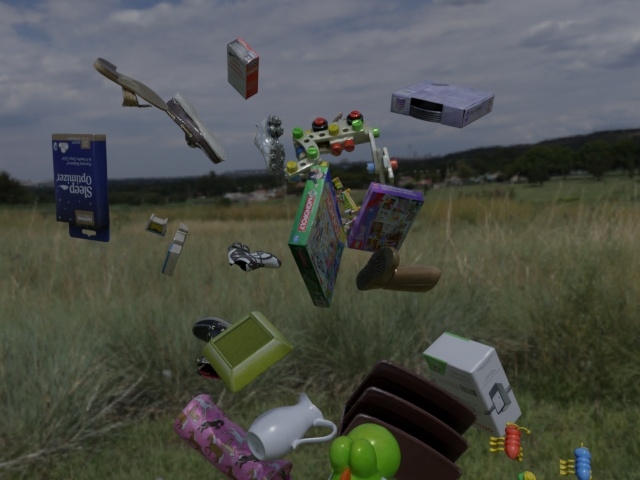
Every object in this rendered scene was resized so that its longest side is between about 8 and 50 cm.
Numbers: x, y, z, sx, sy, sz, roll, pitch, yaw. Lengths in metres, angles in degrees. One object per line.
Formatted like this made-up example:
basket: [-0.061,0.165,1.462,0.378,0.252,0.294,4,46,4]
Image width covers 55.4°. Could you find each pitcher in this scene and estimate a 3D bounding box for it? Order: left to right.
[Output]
pitcher: [-0.076,0.511,1.625,0.207,0.126,0.177,-20,29,-39]

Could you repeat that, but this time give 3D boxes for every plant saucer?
plant saucer: [-0.192,0.264,1.535,0.188,0.045,0.188,-35,40,-17]

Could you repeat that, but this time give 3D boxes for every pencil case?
pencil case: [-0.268,0.635,1.864,0.386,0.160,0.167,31,38,25]

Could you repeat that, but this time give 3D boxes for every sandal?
sandal: [-0.567,-0.431,1.781,0.240,0.079,0.088,33,23,-37]

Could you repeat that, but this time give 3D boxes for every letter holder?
letter holder: [0.226,0.470,1.537,0.301,0.215,0.152,31,25,-3]

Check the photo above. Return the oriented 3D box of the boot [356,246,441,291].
boot: [0.279,0.097,1.980,0.269,0.089,0.236,4,-28,-27]

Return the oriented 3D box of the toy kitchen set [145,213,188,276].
toy kitchen set: [-0.633,0.015,2.422,0.166,0.122,0.207,19,31,-11]

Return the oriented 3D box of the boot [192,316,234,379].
boot: [-0.324,0.317,1.805,0.236,0.085,0.178,7,33,29]

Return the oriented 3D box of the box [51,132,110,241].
box: [-0.502,-0.110,1.277,0.136,0.226,0.036,6,12,30]

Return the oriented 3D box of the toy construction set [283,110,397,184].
toy construction set: [0.054,-0.248,1.699,0.327,0.151,0.215,0,46,-10]

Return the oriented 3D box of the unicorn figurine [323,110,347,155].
unicorn figurine: [0.070,-0.384,2.227,0.060,0.162,0.111,27,-41,-36]

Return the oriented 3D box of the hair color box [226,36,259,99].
hair color box: [-0.233,-0.514,1.831,0.053,0.093,0.167,-38,-14,-20]

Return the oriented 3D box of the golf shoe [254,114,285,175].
golf shoe: [-0.151,-0.269,1.755,0.085,0.176,0.069,-7,-10,33]

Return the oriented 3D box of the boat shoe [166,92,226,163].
boat shoe: [-0.496,-0.427,2.408,0.096,0.324,0.116,-36,0,11]

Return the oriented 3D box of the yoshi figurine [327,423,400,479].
yoshi figurine: [0.100,0.498,1.144,0.203,0.363,0.203,-11,20,-8]

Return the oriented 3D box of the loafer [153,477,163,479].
loafer: [-0.465,0.680,1.640,0.125,0.039,0.045,-30,14,20]

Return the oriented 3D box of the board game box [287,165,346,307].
board game box: [0.000,0.000,1.477,0.046,0.214,0.317,7,-29,16]

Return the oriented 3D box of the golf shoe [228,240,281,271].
golf shoe: [-0.233,0.079,2.126,0.198,0.094,0.077,18,-34,-18]

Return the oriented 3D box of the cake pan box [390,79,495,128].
cake pan box: [0.382,-0.431,1.903,0.245,0.070,0.266,18,31,28]

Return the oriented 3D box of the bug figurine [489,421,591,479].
bug figurine: [0.557,0.567,1.491,0.278,0.072,0.216,18,49,-3]

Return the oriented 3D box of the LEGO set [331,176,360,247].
LEGO set: [0.082,-0.097,2.368,0.132,0.287,0.107,8,20,27]

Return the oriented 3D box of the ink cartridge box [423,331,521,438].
ink cartridge box: [0.453,0.429,1.819,0.114,0.273,0.198,-39,26,-24]

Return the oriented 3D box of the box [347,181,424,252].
box: [0.238,-0.074,2.281,0.200,0.293,0.057,10,42,-14]
